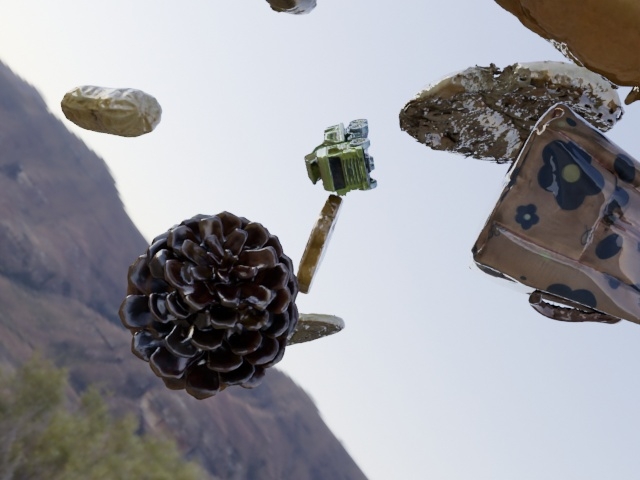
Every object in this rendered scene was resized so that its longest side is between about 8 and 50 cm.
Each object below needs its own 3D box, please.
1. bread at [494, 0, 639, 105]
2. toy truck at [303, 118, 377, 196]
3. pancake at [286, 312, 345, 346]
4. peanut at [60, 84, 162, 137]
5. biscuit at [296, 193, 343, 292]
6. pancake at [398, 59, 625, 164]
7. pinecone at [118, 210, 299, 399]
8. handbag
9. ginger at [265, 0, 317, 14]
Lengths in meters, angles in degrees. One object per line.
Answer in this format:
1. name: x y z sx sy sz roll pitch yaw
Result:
1. bread: 0.268 -0.183 0.794 0.174 0.252 0.133 -73 153 -74
2. toy truck: 0.032 -0.142 1.616 0.191 0.116 0.085 -87 166 -67
3. pancake: -0.036 0.140 1.482 0.158 0.158 0.028 97 -18 -70
4. peanut: -0.362 -0.221 1.630 0.194 0.093 0.083 7 -56 19
5. biscuit: -0.003 -0.001 1.633 0.035 0.184 0.249 20 18 3
6. pancake: 0.317 -0.215 1.612 0.382 0.382 0.071 116 -25 -74
7. pinecone: -0.142 0.074 1.235 0.246 0.246 0.292 51 -20 11
8. handbag: 0.268 -0.010 0.975 0.193 0.190 0.251 27 1 8
9. ginger: -0.077 -0.563 2.069 0.263 0.116 0.109 26 60 -69
